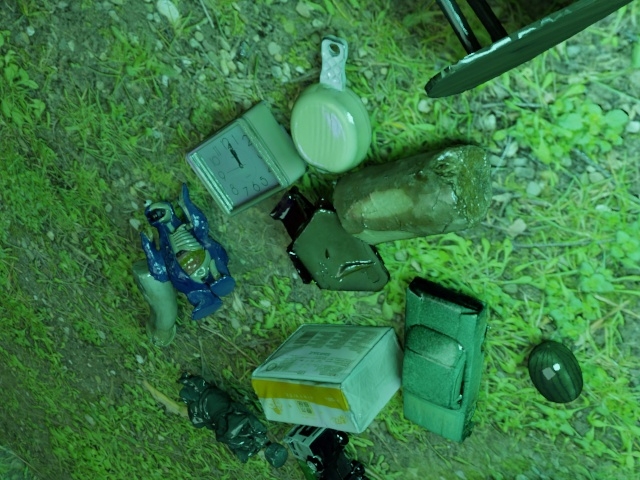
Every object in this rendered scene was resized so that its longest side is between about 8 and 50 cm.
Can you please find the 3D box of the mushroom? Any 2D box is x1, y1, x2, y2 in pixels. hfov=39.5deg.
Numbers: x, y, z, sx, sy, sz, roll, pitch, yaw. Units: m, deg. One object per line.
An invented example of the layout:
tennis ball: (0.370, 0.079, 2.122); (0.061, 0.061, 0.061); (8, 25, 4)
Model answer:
mushroom: (-0.351, 0.136, 1.934); (0.092, 0.081, 0.223); (2, 129, 10)

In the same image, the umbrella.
umbrella: (-0.198, 0.401, 1.945); (0.349, 0.094, 0.143); (27, 153, 45)

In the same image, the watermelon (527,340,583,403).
watermelon: (0.368, 0.209, 1.394); (0.078, 0.078, 0.111); (-13, 113, 45)

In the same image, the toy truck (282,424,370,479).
toy truck: (0.015, 0.482, 1.886); (0.125, 0.101, 0.242); (9, 130, 50)

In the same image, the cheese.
cheese: (0.017, -0.208, 1.370); (0.137, 0.064, 0.227); (21, 134, 22)

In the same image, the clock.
clock: (-0.131, -0.138, 1.541); (0.192, 0.071, 0.147); (-22, 105, 47)

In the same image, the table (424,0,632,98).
table: (0.189, -0.331, 1.031); (0.317, 0.317, 0.249); (-26, 90, 47)

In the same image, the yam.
yam: (0.140, -0.064, 1.337); (0.238, 0.129, 0.128); (-11, 99, 41)

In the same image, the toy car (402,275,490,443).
toy car: (0.199, 0.212, 1.519); (0.141, 0.097, 0.321); (21, 132, 27)

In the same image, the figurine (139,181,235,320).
figurine: (-0.259, 0.021, 1.748); (0.164, 0.121, 0.262); (-31, 76, 23)

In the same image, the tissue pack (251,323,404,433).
tissue pack: (0.018, 0.249, 1.634); (0.225, 0.185, 0.124); (-3, 120, 41)

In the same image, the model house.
model house: (0.006, -0.008, 1.489); (0.203, 0.141, 0.164); (62, -178, -35)
